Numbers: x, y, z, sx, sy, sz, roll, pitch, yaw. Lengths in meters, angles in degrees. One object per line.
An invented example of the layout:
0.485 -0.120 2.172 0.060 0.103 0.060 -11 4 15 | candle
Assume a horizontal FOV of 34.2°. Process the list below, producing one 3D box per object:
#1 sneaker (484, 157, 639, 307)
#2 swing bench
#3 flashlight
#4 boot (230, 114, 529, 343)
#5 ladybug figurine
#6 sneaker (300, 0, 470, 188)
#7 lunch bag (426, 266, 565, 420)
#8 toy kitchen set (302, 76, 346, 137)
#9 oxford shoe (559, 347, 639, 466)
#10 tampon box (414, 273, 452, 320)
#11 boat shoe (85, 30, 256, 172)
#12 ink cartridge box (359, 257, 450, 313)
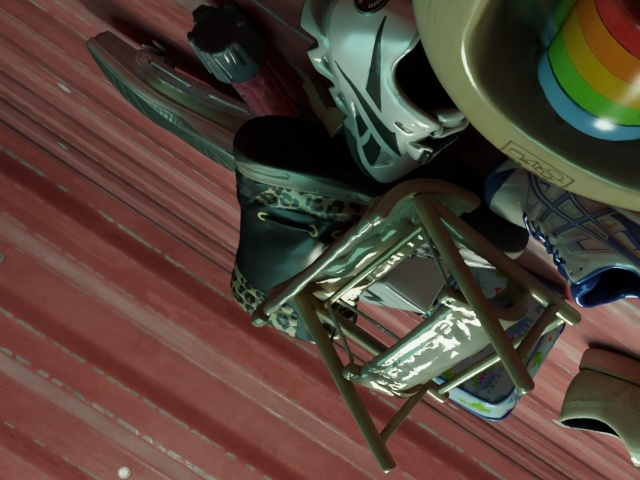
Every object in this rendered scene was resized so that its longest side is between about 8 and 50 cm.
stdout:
0.279 -0.001 1.116 0.296 0.131 0.112 22 166 45 | sneaker
0.102 0.083 1.179 0.255 0.165 0.253 49 133 0 | swing bench
-0.061 -0.176 1.349 0.103 0.103 0.304 -4 150 24 | flashlight
0.054 0.014 1.344 0.377 0.138 0.284 16 133 3 | boot
0.212 -0.149 0.629 0.305 0.162 0.449 32 167 0 | ladybug figurine
0.102 -0.131 1.065 0.146 0.122 0.330 26 167 33 | sneaker
0.245 0.138 1.528 0.176 0.219 0.090 26 160 24 | lunch bag
0.037 -0.180 1.269 0.068 0.075 0.083 -5 -122 -43 | toy kitchen set
0.548 0.297 1.567 0.397 0.146 0.140 19 162 45 | oxford shoe
0.214 0.085 1.673 0.161 0.101 0.120 33 167 1 | tampon box
-0.209 -0.221 1.564 0.320 0.103 0.118 34 168 9 | boat shoe
0.114 0.018 1.544 0.087 0.153 0.208 36 168 -20 | ink cartridge box
